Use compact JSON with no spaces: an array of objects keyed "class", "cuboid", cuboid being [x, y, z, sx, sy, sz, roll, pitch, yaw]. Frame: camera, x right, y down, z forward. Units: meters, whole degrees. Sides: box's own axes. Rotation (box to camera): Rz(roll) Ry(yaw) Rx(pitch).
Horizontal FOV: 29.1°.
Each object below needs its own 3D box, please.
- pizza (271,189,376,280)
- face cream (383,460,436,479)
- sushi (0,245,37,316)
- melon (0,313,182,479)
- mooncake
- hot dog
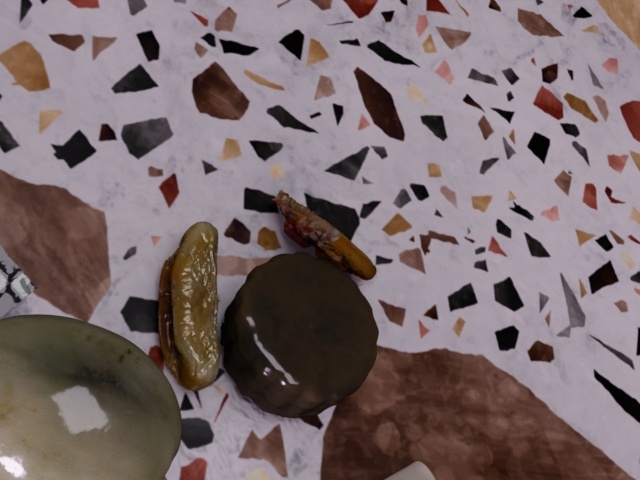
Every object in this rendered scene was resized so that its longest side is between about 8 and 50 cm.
[{"class":"pizza","cuboid":[0.000,0.000,1.840,0.193,0.201,0.053,38,88,29]},{"class":"face cream","cuboid":[0.048,0.444,1.666,0.348,0.081,0.174,-21,79,-35]},{"class":"sushi","cuboid":[-0.596,0.034,1.498,0.359,0.064,0.343,49,57,-3]},{"class":"melon","cuboid":[-0.310,0.219,1.461,0.307,0.272,0.272,10,63,-19]},{"class":"mooncake","cuboid":[-0.034,0.137,1.742,0.228,0.124,0.228,14,57,-23]},{"class":"hot dog","cuboid":[-0.182,0.087,1.701,0.073,0.084,0.243,10,64,-27]}]
